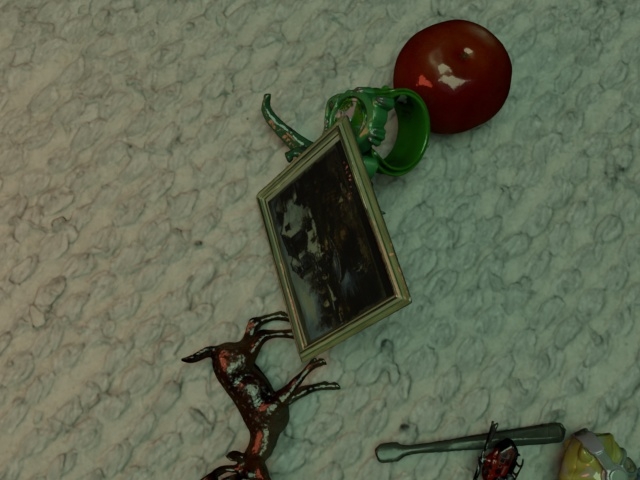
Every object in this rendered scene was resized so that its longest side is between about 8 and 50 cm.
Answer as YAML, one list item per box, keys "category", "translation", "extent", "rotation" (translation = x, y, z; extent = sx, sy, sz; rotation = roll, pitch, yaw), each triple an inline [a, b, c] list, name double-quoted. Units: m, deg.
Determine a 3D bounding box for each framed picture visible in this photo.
- category: "framed picture"
  translation: [0.000, 0.000, 0.922]
  extent: [0.019, 0.232, 0.296]
  rotation: [6, 57, -43]

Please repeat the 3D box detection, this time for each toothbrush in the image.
- category: "toothbrush"
  translation: [0.229, 0.308, 0.971]
  extent: [0.297, 0.030, 0.030]
  rotation: [-6, 75, -4]

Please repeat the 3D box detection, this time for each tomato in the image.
- category: "tomato"
  translation: [0.215, -0.268, 1.035]
  extent: [0.195, 0.136, 0.195]
  rotation: [0, 77, -1]

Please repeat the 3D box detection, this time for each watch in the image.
- category: "watch"
  translation: [0.085, -0.154, 0.979]
  extent: [0.152, 0.131, 0.165]
  rotation: [6, 96, -41]

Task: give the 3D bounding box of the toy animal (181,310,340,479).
- category: "toy animal"
  translation: [-0.101, 0.255, 0.958]
  extent: [0.260, 0.087, 0.243]
  rotation: [-34, 67, -10]

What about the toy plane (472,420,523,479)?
- category: "toy plane"
  translation: [0.253, 0.344, 0.945]
  extent: [0.060, 0.037, 0.145]
  rotation: [23, 97, -6]

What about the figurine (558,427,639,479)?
- category: "figurine"
  translation: [0.392, 0.372, 0.915]
  extent: [0.208, 0.128, 0.184]
  rotation: [-24, 78, -2]

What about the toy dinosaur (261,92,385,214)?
- category: "toy dinosaur"
  translation: [-0.013, -0.099, 1.027]
  extent: [0.292, 0.079, 0.120]
  rotation: [39, 74, 4]
